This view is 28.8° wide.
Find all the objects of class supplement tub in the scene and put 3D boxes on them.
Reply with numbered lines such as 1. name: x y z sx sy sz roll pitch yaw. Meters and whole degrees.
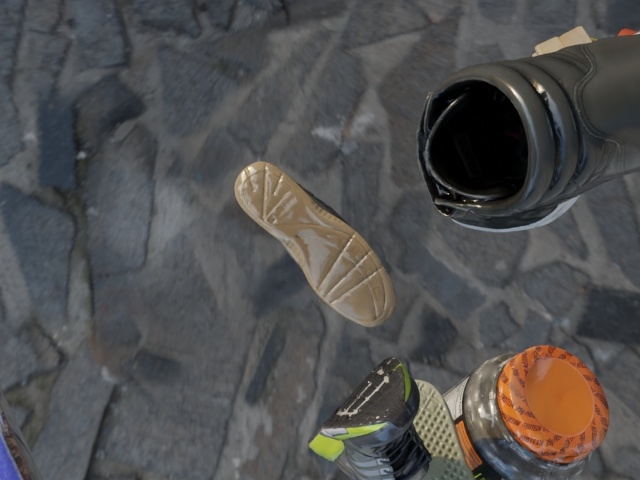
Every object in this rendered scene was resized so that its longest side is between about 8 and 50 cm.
1. supplement tub: 0.254 0.295 1.810 0.207 0.207 0.338 32 141 -8

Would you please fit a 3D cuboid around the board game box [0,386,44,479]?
1. board game box: -0.203 0.202 0.421 0.291 0.141 0.232 -24 96 -15

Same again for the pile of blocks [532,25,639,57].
1. pile of blocks: 0.333 -0.145 1.067 0.362 0.112 0.149 12 129 -28

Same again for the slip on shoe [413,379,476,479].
1. slip on shoe: 0.145 0.342 1.566 0.123 0.101 0.331 -10 66 -9

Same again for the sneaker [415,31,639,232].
1. sneaker: 0.106 -0.058 0.787 0.147 0.296 0.104 -13 85 -24

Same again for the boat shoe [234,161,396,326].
1. boat shoe: 0.000 0.000 1.740 0.285 0.092 0.103 43 102 2

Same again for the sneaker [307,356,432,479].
1. sneaker: 0.073 0.213 1.357 0.121 0.300 0.111 43 76 6
